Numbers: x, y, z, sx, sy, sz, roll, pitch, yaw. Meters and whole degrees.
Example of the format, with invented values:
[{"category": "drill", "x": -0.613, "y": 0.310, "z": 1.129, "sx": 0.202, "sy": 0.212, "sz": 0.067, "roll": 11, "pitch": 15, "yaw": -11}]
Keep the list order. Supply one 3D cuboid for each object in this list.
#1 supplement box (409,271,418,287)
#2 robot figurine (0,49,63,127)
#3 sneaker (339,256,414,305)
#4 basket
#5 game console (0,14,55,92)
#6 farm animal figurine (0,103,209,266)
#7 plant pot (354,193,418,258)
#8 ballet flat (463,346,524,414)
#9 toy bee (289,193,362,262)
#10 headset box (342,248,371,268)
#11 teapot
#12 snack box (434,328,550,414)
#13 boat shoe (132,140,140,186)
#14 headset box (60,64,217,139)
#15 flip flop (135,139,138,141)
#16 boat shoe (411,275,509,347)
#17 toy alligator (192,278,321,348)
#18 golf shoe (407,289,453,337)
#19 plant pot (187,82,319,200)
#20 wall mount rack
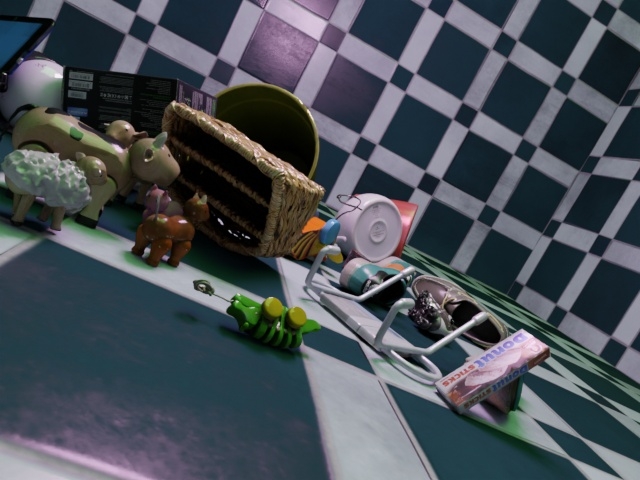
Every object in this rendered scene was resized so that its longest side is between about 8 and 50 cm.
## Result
[{"category": "supplement box", "x": 0.276, "y": 0.111, "z": 1.780, "sx": 0.083, "sy": 0.056, "sz": 0.083, "roll": 25, "pitch": 8, "yaw": -18}, {"category": "robot figurine", "x": -0.648, "y": -0.332, "z": 1.144, "sx": 0.278, "sy": 0.209, "sz": 0.173, "roll": 33, "pitch": -7, "yaw": 35}, {"category": "sneaker", "x": 0.173, "y": 0.112, "z": 1.293, "sx": 0.121, "sy": 0.108, "sz": 0.302, "roll": 34, "pitch": 18, "yaw": 32}, {"category": "basket", "x": -0.184, "y": -0.098, "z": 1.010, "sx": 0.299, "sy": 0.213, "sz": 0.223, "roll": 36, "pitch": 10, "yaw": 18}, {"category": "game console", "x": -0.723, "y": -0.397, "z": 1.009, "sx": 0.293, "sy": 0.173, "sz": 0.250, "roll": 16, "pitch": 8, "yaw": 30}, {"category": "farm animal figurine", "x": -0.321, "y": -0.115, "z": 0.810, "sx": 0.327, "sy": 0.172, "sz": 0.330, "roll": 21, "pitch": 11, "yaw": -41}, {"category": "plant pot", "x": 0.219, "y": -0.051, "z": 1.984, "sx": 0.243, "sy": 0.274, "sz": 0.275, "roll": 20, "pitch": 7, "yaw": 9}, {"category": "ballet flat", "x": 0.325, "y": 0.253, "z": 0.968, "sx": 0.106, "sy": 0.107, "sz": 0.316, "roll": 9, "pitch": -5, "yaw": 23}, {"category": "toy bee", "x": 0.000, "y": 0.000, "z": 1.356, "sx": 0.299, "sy": 0.162, "sz": 0.195, "roll": -9, "pitch": 38, "yaw": -33}, {"category": "headset box", "x": 0.099, "y": 0.066, "z": 1.460, "sx": 0.032, "sy": 0.062, "sz": 0.083, "roll": 24, "pitch": 10, "yaw": -29}, {"category": "teapot", "x": 0.131, "y": -0.043, "z": 1.725, "sx": 0.256, "sy": 0.252, "sz": 0.187, "roll": 36, "pitch": -11, "yaw": -36}, {"category": "snack box", "x": 0.275, "y": 0.207, "z": 0.824, "sx": 0.064, "sy": 0.178, "sz": 0.022, "roll": 41, "pitch": -23, "yaw": 61}, {"category": "boat shoe", "x": -0.406, "y": -0.156, "z": 1.112, "sx": 0.096, "sy": 0.088, "sz": 0.267, "roll": 44, "pitch": 3, "yaw": -10}, {"category": "headset box", "x": -0.393, "y": -0.294, "z": 1.174, "sx": 0.247, "sy": 0.131, "sz": 0.283, "roll": 8, "pitch": 9, "yaw": 4}, {"category": "flip flop", "x": -0.466, "y": -0.212, "z": 1.287, "sx": 0.112, "sy": 0.080, "sz": 0.277, "roll": 28, "pitch": 8, "yaw": 1}, {"category": "boat shoe", "x": 0.381, "y": 0.191, "z": 1.430, "sx": 0.305, "sy": 0.109, "sz": 0.091, "roll": 35, "pitch": 5, "yaw": 23}, {"category": "toy alligator", "x": -0.082, "y": 0.104, "z": 0.670, "sx": 0.190, "sy": 0.056, "sz": 0.051, "roll": 24, "pitch": 49, "yaw": -26}, {"category": "golf shoe", "x": 0.274, "y": 0.188, "z": 1.268, "sx": 0.094, "sy": 0.077, "sz": 0.198, "roll": 38, "pitch": 14, "yaw": -6}, {"category": "plant pot", "x": -0.164, "y": -0.212, "z": 1.513, "sx": 0.367, "sy": 0.366, "sz": 0.353, "roll": 29, "pitch": -4, "yaw": 10}, {"category": "wall mount rack", "x": 0.145, "y": 0.124, "z": 0.998, "sx": 0.304, "sy": 0.130, "sz": 0.350, "roll": 19, "pitch": 12, "yaw": -46}]
